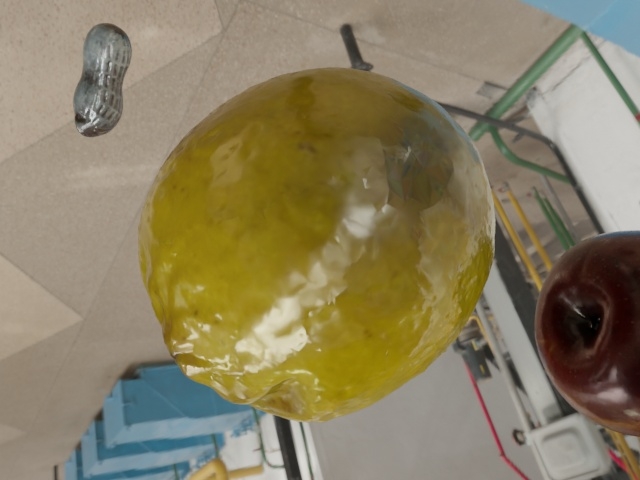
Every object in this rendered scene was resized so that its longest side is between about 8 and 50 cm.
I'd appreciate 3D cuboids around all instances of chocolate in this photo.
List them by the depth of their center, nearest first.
[{"bbox_3d":[-0.320,-0.232,0.855,0.072,0.072,0.167,5,107,-36],"label":"chocolate"}]

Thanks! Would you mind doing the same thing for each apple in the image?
[{"bbox_3d":[0.346,0.098,0.622,0.201,0.218,0.218,5,145,-26],"label":"apple"}]

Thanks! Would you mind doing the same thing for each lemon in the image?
[{"bbox_3d":[-0.001,0.000,0.497,0.297,0.297,0.297,-13,152,-7],"label":"lemon"}]
